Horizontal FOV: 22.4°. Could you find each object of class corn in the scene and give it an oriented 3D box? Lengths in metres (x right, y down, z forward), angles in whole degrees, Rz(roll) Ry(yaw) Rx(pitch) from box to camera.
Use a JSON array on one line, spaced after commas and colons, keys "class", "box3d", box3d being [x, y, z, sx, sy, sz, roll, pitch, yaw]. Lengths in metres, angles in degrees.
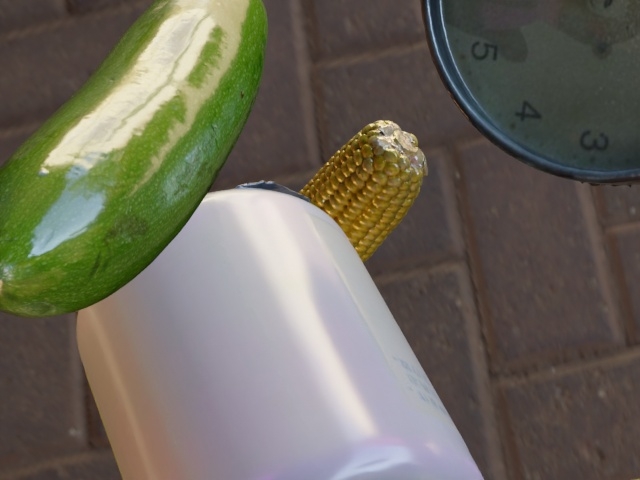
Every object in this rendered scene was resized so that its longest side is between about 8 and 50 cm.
[{"class": "corn", "box3d": [0.000, 0.000, 1.330, 0.248, 0.081, 0.081, -49, 49, 34]}]

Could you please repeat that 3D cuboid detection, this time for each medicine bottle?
[{"class": "medicine bottle", "box3d": [-0.016, 0.151, 1.041, 0.213, 0.214, 0.379, -28, 45, 0]}]

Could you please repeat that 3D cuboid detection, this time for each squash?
[{"class": "squash", "box3d": [-0.085, -0.049, 0.776, 0.082, 0.082, 0.292, 2, 32, 18]}]

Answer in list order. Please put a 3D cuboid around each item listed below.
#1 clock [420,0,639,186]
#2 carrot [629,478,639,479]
[{"class": "clock", "box3d": [0.200, -0.173, 1.084, 0.280, 0.055, 0.281, 2, 96, 27]}, {"class": "carrot", "box3d": [0.270, 0.275, 1.538, 0.074, 0.358, 0.074, 3, 97, 28]}]
